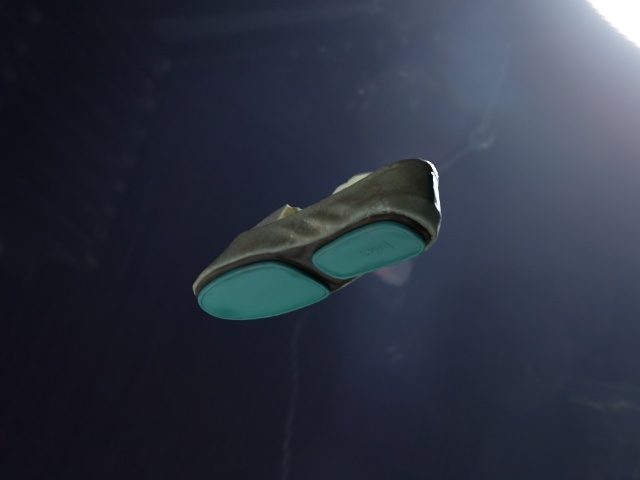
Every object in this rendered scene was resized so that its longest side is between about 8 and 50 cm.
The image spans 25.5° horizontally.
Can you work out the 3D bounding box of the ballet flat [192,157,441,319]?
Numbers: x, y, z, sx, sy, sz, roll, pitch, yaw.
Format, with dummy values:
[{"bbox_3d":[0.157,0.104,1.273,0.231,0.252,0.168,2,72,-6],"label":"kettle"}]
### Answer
[{"bbox_3d":[0.000,0.000,0.762,0.168,0.052,0.057,-19,-43,38],"label":"ballet flat"}]
